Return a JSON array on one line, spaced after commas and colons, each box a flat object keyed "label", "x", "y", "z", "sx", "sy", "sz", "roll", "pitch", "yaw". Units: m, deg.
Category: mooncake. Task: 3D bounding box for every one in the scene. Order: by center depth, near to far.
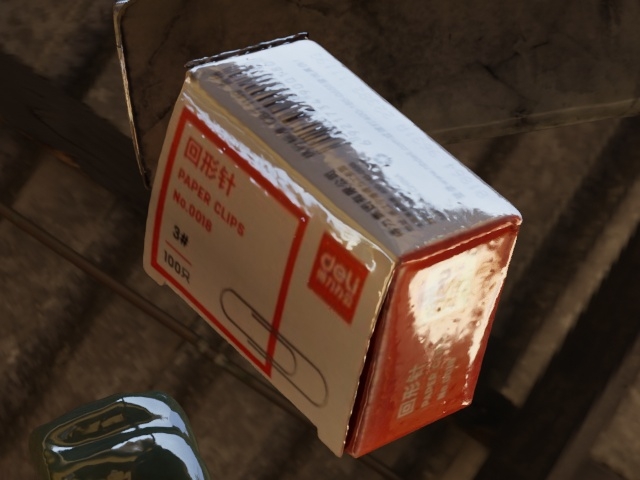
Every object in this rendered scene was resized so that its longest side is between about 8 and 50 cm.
[{"label": "mooncake", "x": -0.106, "y": 0.177, "z": 0.913, "sx": 0.104, "sy": 0.175, "sz": 0.168, "roll": -15, "pitch": -111, "yaw": -9}]

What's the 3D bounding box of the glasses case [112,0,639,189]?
[{"label": "glasses case", "x": 0.037, "y": -0.106, "z": 0.887, "sx": 0.299, "sy": 0.060, "sz": 0.114, "roll": -9, "pitch": -81, "yaw": -1}]

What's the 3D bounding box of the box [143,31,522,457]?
[{"label": "box", "x": 0.000, "y": 0.000, "z": 0.785, "sx": 0.099, "sy": 0.182, "sz": 0.133, "roll": -19, "pitch": -42, "yaw": -35}]
